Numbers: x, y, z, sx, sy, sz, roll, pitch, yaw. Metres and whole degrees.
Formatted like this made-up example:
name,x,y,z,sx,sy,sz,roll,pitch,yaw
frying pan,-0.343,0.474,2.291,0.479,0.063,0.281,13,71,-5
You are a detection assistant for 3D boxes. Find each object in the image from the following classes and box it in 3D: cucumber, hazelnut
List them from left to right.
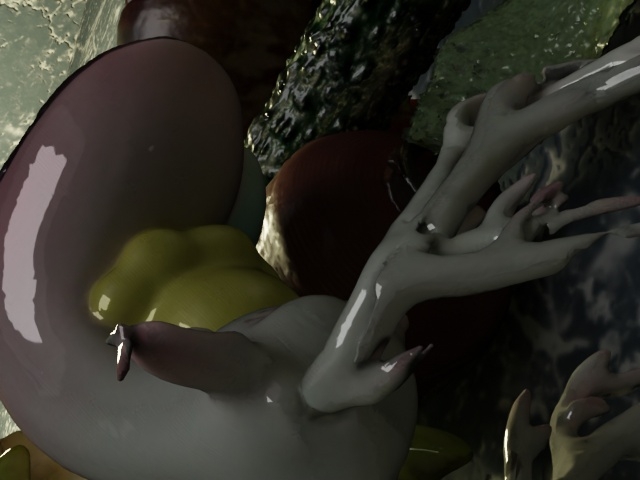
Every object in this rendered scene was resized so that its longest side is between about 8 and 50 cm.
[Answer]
name,x,y,z,sx,sy,sz,roll,pitch,yaw
hazelnut,-0.089,-0.176,1.004,0.218,0.218,0.234,-150,57,-65
cucumber,0.008,-0.105,0.708,0.359,0.096,0.096,-55,31,28

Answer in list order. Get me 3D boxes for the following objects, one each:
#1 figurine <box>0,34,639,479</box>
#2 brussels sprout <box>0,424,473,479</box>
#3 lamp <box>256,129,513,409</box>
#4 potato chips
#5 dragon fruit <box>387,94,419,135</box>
name,x,y,z,sx,sy,sz,roll,pitch,yaw
figurine,0.012,0.013,0.419,0.316,0.284,0.206,38,150,46
brussels sprout,-0.044,0.245,0.495,0.371,0.276,0.314,28,118,37
lamp,0.021,0.035,0.659,0.258,0.180,0.180,-50,35,43
potato chips,0.125,-0.142,0.585,0.228,0.059,0.167,-57,20,5
dragon fruit,0.056,-0.078,0.770,0.083,0.060,0.056,-42,44,54
